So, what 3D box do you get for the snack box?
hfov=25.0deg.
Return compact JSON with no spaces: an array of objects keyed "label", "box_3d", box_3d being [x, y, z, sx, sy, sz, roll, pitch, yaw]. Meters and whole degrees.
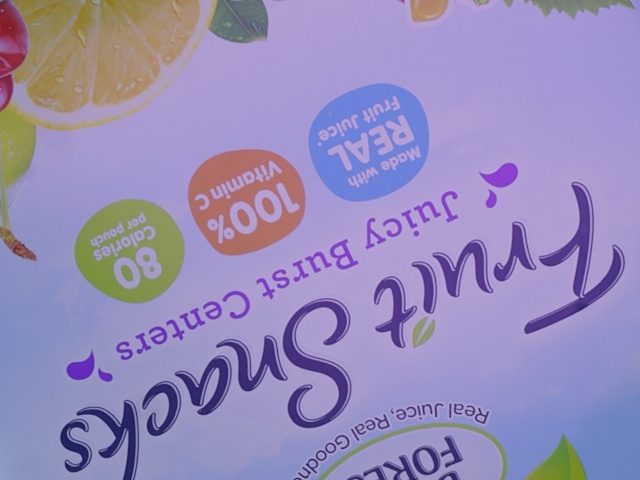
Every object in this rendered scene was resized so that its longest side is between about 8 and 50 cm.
[{"label":"snack box","box_3d":[0.000,0.000,0.368,0.207,0.070,0.174,-24,94,12]}]
